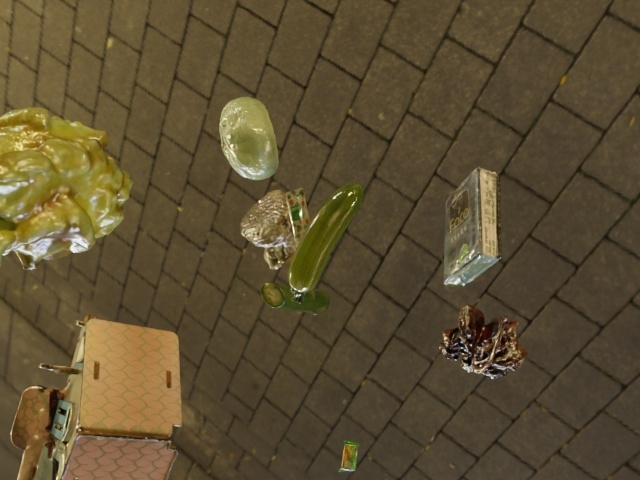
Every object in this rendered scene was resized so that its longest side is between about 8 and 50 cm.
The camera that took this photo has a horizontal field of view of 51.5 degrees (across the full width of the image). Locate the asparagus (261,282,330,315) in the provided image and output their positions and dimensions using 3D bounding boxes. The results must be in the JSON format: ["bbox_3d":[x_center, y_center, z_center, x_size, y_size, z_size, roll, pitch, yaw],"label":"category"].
[{"bbox_3d":[-0.052,0.134,1.521,0.067,0.277,0.060,-45,68,15],"label":"asparagus"}]

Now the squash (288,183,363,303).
[{"bbox_3d":[0.000,0.000,1.269,0.069,0.069,0.258,32,98,14],"label":"squash"}]

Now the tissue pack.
[{"bbox_3d":[0.352,-0.029,1.548,0.073,0.236,0.173,14,151,-13],"label":"tissue pack"}]

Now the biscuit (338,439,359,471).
[{"bbox_3d":[0.077,0.572,1.757,0.046,0.016,0.089,7,97,-6],"label":"biscuit"}]

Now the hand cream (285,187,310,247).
[{"bbox_3d":[-0.044,-0.034,1.505,0.057,0.037,0.165,-14,88,41],"label":"hand cream"}]

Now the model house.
[{"bbox_3d":[-0.297,0.260,0.877,0.244,0.169,0.326,-13,63,56],"label":"model house"}]

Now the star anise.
[{"bbox_3d":[0.372,0.250,1.551,0.190,0.126,0.220,6,142,42],"label":"star anise"}]

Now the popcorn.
[{"bbox_3d":[-0.500,-0.098,1.162,0.279,0.335,0.274,33,100,33],"label":"popcorn"}]

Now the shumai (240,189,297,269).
[{"bbox_3d":[-0.109,-0.027,1.702,0.209,0.161,0.153,-2,134,51],"label":"shumai"}]

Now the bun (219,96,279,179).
[{"bbox_3d":[-0.171,-0.231,1.541,0.195,0.118,0.195,164,90,-76],"label":"bun"}]
